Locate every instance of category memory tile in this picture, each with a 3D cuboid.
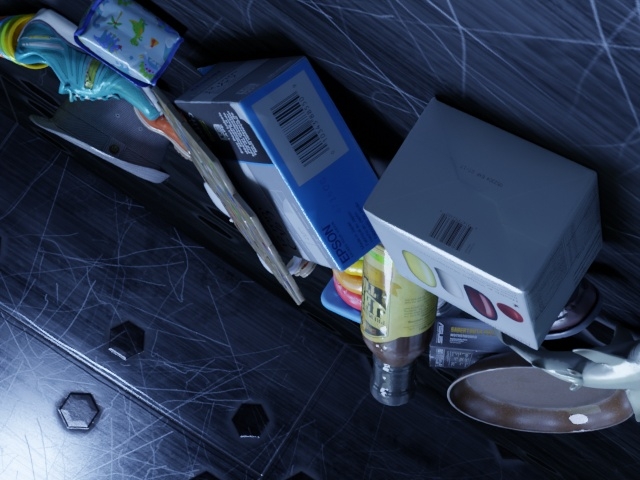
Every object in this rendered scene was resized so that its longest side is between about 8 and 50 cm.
[{"bbox_3d":[0.000,0.000,1.883,0.012,0.148,0.113,40,170,-16],"label":"memory tile"}]

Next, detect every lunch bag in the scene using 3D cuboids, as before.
[{"bbox_3d":[-0.266,-0.279,1.537,0.129,0.096,0.151,33,-175,-17],"label":"lunch bag"}]

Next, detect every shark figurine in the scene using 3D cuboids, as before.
[{"bbox_3d":[0.364,0.144,1.520,0.278,0.116,0.166,7,135,28],"label":"shark figurine"}]

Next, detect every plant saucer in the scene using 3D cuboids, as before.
[{"bbox_3d":[0.369,0.252,1.881,0.310,0.050,0.310,6,153,3],"label":"plant saucer"}]

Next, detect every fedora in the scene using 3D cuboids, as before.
[{"bbox_3d":[-0.381,-0.217,2.058,0.275,0.124,0.244,28,-176,-9],"label":"fedora"}]

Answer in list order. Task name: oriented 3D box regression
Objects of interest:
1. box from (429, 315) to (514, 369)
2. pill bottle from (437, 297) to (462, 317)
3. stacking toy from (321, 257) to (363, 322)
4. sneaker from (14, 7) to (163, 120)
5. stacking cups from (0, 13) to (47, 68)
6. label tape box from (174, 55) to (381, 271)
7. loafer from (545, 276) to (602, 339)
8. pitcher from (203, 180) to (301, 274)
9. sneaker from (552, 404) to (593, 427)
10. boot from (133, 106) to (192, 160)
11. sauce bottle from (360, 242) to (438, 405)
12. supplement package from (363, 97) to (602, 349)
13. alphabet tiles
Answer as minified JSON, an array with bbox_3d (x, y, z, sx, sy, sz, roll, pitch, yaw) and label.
[{"bbox_3d":[0.280,0.183,1.941,0.183,0.056,0.231,3,166,7],"label":"box"},{"bbox_3d":[0.180,0.076,1.884,0.137,0.078,0.078,39,169,-34],"label":"pill bottle"},{"bbox_3d":[0.069,-0.019,1.651,0.166,0.175,0.302,19,150,32],"label":"stacking toy"},{"bbox_3d":[-0.385,-0.275,1.881,0.275,0.110,0.107,32,171,3],"label":"sneaker"},{"bbox_3d":[-0.567,-0.366,2.057,0.096,0.096,0.316,39,169,-30],"label":"stacking cups"},{"bbox_3d":[-0.069,-0.107,1.472,0.249,0.115,0.347,58,160,-20],"label":"label tape box"},{"bbox_3d":[0.240,0.047,1.456,0.095,0.109,0.302,47,171,-23],"label":"loafer"},{"bbox_3d":[-0.096,-0.052,1.856,0.207,0.178,0.125,34,146,-11],"label":"pitcher"},{"bbox_3d":[0.417,0.274,2.084,0.295,0.123,0.109,-4,107,52],"label":"sneaker"},{"bbox_3d":[-0.258,-0.214,1.974,0.158,0.059,0.084,38,153,-4],"label":"boot"},{"bbox_3d":[0.111,0.091,1.579,0.111,0.111,0.344,27,134,32],"label":"sauce bottle"},{"bbox_3d":[0.180,-0.013,1.203,0.194,0.149,0.203,29,169,24],"label":"supplement package"},{"bbox_3d":[-0.127,-0.061,1.540,0.342,0.011,0.285,48,171,48],"label":"alphabet tiles"}]
